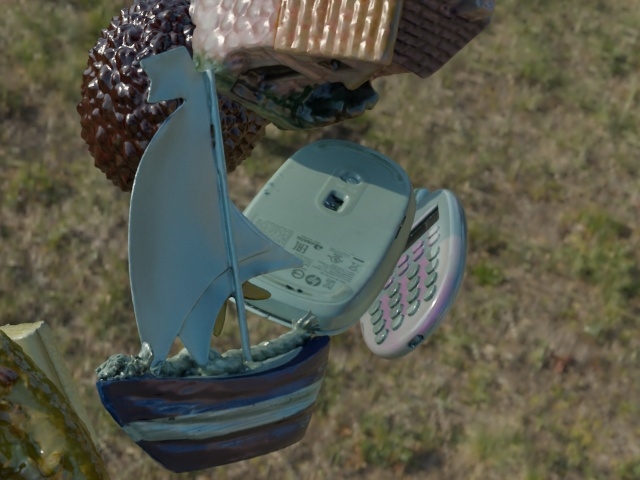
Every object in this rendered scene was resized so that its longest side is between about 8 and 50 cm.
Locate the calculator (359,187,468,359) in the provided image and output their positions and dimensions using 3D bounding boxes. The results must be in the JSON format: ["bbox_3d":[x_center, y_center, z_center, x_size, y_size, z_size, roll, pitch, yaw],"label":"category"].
[{"bbox_3d":[0.116,0.033,1.722,0.041,0.185,0.299,35,28,-19],"label":"calculator"}]

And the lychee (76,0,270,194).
[{"bbox_3d":[-0.190,-0.177,1.824,0.264,0.300,0.264,-17,18,6],"label":"lychee"}]

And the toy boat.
[{"bbox_3d":[-0.076,0.008,0.959,0.067,0.291,0.220,-2,5,42],"label":"toy boat"}]

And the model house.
[{"bbox_3d":[0.034,-0.225,1.394,0.237,0.202,0.237,-2,-20,46],"label":"model house"}]

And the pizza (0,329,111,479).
[{"bbox_3d":[-0.249,0.141,0.963,0.258,0.087,0.268,13,59,-29],"label":"pizza"}]

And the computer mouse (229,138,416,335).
[{"bbox_3d":[-0.001,0.004,1.397,0.160,0.097,0.288,24,44,7],"label":"computer mouse"}]

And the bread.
[{"bbox_3d":[-0.342,0.185,1.663,0.060,0.178,0.139,-31,17,-37],"label":"bread"}]
